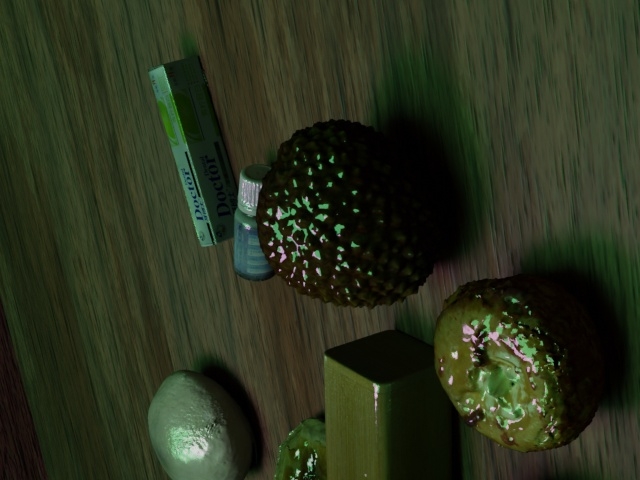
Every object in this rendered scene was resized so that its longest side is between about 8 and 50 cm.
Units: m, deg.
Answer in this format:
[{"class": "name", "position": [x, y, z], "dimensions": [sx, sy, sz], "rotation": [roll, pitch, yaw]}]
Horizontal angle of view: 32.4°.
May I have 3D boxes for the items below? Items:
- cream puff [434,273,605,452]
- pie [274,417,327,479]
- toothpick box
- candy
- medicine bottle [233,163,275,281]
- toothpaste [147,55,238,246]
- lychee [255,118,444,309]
[{"class": "cream puff", "position": [0.249, 0.145, 1.373], "dimensions": [0.240, 0.164, 0.240], "rotation": [28, 136, 30]}, {"class": "pie", "position": [0.001, 0.456, 1.952], "dimensions": [0.306, 0.071, 0.306], "rotation": [-4, 85, 49]}, {"class": "toothpick box", "position": [0.103, 0.314, 1.682], "dimensions": [0.187, 0.190, 0.308], "rotation": [24, 123, 52]}, {"class": "candy", "position": [-0.260, 0.402, 2.289], "dimensions": [0.295, 0.185, 0.295], "rotation": [36, 140, 38]}, {"class": "medicine bottle", "position": [-0.109, -0.031, 1.902], "dimensions": [0.083, 0.083, 0.203], "rotation": [39, 139, 40]}, {"class": "toothpaste", "position": [-0.219, -0.161, 2.005], "dimensions": [0.067, 0.081, 0.336], "rotation": [-7, 102, 55]}, {"class": "lychee", "position": [0.046, -0.028, 1.516], "dimensions": [0.267, 0.267, 0.267], "rotation": [34, 134, 45]}]
